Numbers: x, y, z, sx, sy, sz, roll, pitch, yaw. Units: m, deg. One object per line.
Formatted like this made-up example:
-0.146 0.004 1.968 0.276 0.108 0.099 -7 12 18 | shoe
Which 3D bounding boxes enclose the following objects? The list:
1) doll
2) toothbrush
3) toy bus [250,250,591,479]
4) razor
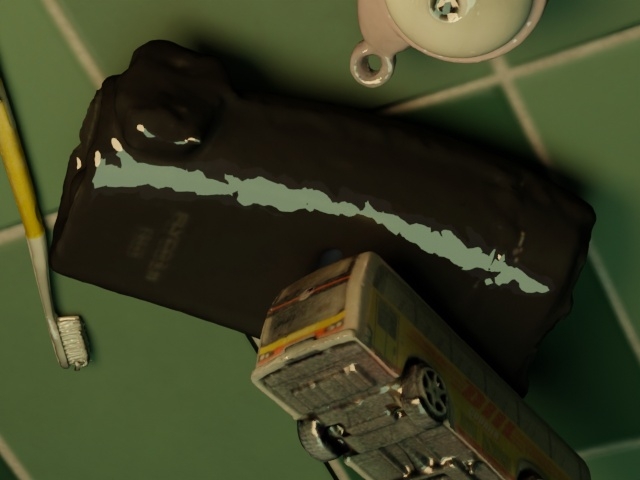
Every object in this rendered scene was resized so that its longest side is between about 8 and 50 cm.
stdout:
0.074 -0.231 0.933 0.160 0.094 0.365 18 128 2 | doll
-0.198 -0.023 1.195 0.024 0.021 0.288 -7 126 4 | toothbrush
0.071 0.114 1.065 0.092 0.106 0.268 -25 128 29 | toy bus
-0.001 -0.003 1.110 0.327 0.107 0.189 18 130 -9 | razor
